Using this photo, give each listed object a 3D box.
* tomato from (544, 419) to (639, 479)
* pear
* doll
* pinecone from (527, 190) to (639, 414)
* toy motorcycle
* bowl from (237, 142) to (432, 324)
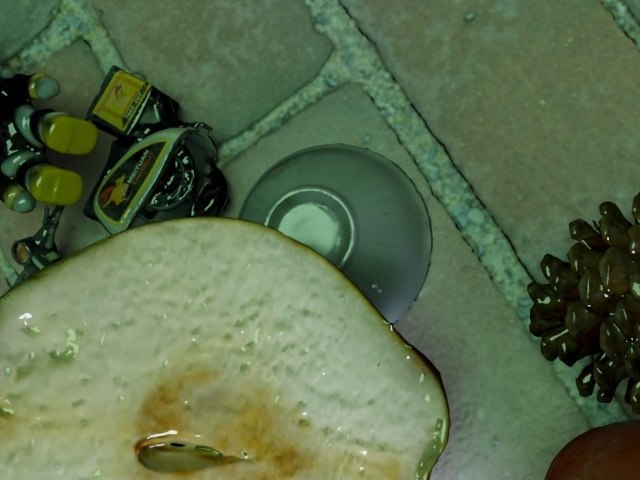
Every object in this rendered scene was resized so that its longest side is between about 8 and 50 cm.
[{"bbox_3d":[0.255,0.235,0.743,0.184,0.208,0.208,0,84,13],"label":"tomato"},{"bbox_3d":[-0.108,0.159,0.820,0.386,0.191,0.340,17,78,-22],"label":"pear"},{"bbox_3d":[-0.330,-0.124,0.964,0.316,0.103,0.145,25,127,36],"label":"doll"},{"bbox_3d":[0.259,0.050,0.789,0.195,0.150,0.179,-6,83,14],"label":"pinecone"},{"bbox_3d":[-0.190,-0.013,0.947,0.157,0.091,0.263,29,90,24],"label":"toy motorcycle"},{"bbox_3d":[0.000,0.000,0.896,0.189,0.086,0.189,-1,84,14],"label":"bowl"}]
